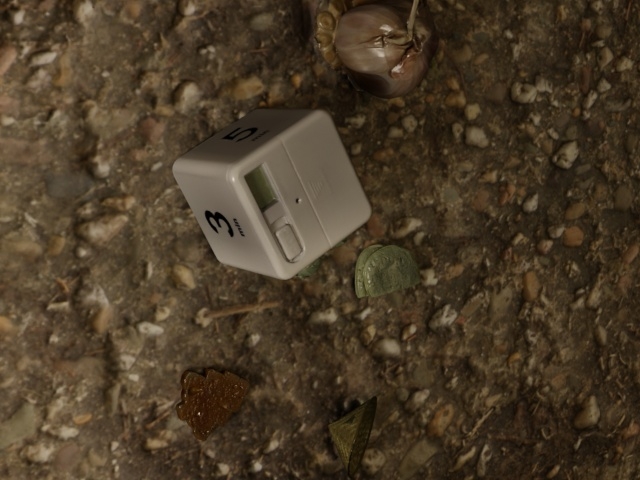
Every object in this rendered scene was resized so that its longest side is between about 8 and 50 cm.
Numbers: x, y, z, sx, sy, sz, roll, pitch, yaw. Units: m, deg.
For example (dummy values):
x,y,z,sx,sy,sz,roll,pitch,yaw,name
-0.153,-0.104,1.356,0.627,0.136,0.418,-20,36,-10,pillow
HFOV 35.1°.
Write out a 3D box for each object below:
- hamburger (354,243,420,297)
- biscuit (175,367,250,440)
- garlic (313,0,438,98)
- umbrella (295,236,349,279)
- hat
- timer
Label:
x,y,z,sx,sy,sz,roll,pitch,yaw,name
0.110,0.047,1.751,0.121,0.054,0.084,-18,108,-23,hamburger
-0.169,0.250,1.606,0.130,0.019,0.119,-17,105,-31,biscuit
0.084,-0.347,1.597,0.207,0.256,0.207,-1,73,3,garlic
0.000,0.000,1.664,0.067,0.062,0.143,42,78,2,umbrella
0.044,0.328,1.742,0.146,0.067,0.146,15,90,-76,hat
-0.073,-0.076,1.522,0.194,0.195,0.192,-36,115,-24,timer
